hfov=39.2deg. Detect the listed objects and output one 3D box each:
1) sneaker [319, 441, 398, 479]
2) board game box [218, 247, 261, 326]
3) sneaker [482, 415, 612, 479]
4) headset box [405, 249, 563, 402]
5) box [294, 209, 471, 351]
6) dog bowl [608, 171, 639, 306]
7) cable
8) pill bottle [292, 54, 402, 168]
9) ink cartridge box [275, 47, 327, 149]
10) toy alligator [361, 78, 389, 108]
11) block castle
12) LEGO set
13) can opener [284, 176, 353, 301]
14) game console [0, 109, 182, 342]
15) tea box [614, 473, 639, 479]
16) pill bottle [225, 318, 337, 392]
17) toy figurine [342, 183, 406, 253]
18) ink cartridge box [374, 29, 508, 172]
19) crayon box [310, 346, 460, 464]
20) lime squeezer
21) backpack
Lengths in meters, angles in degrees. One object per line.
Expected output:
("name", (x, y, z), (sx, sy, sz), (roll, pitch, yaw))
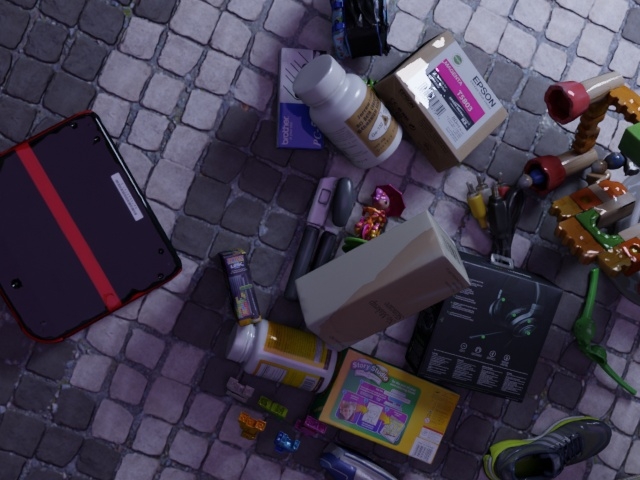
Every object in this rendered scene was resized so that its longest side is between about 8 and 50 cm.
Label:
("sneaker", (0.115, 0.583, 1.912), (0.316, 0.127, 0.182), (36, 83, -13))
("board game box", (-0.164, 0.091, 1.811), (0.048, 0.170, 0.141), (-15, 94, -9))
("sneaker", (0.518, 0.478, 1.993), (0.300, 0.121, 0.111), (-19, 96, -10))
("headset box", (0.346, 0.169, 1.913), (0.247, 0.131, 0.283), (15, 100, -11))
("box", (0.121, 0.085, 1.790), (0.311, 0.121, 0.148), (-30, 140, 17))
("dog bowl", (0.815, -0.006, 2.045), (0.349, 0.102, 0.348), (-1, 93, -12))
("cable", (0.395, -0.010, 1.995), (0.140, 0.072, 0.287), (-16, 108, -27))
("pill bottle", (0.053, -0.262, 1.822), (0.131, 0.131, 0.229), (-50, 124, -6))
("ink cartridge box", (-0.041, -0.294, 1.882), (0.097, 0.046, 0.207), (1, 93, -11))
("toy alligator", (0.141, -0.307, 1.913), (0.190, 0.056, 0.051), (14, 89, -12))
("block castle", (0.606, -0.096, 1.807), (0.213, 0.303, 0.453), (-23, 55, -20))
("LEGO set", (-0.115, 0.385, 1.883), (0.227, 0.093, 0.087), (29, 58, -5))
("can opener", (0.000, 0.000, 1.878), (0.076, 0.095, 0.283), (18, 89, -11))
("game console", (-0.512, -0.020, 1.799), (0.342, 0.060, 0.386), (-30, 99, -14))
("tea box", (0.780, 0.650, 1.952), (0.329, 0.323, 0.219), (-11, 94, -10))
("pill bottle", (-0.082, 0.234, 1.861), (0.215, 0.117, 0.117), (19, 89, -12))
("toy figurine", (0.119, -0.047, 1.883), (0.130, 0.173, 0.159), (9, 76, 26))
("ink cartridge box", (0.257, -0.293, 1.893), (0.193, 0.088, 0.234), (-44, 100, -28))
("crayon box", (0.140, 0.349, 1.930), (0.279, 0.081, 0.165), (24, 87, -11))
("lime squeezer", (0.631, 0.227, 2.050), (0.110, 0.059, 0.310), (-24, 96, -40))
("backpack", (0.081, -0.477, 1.848), (0.117, 0.158, 0.173), (-4, 80, 6))
